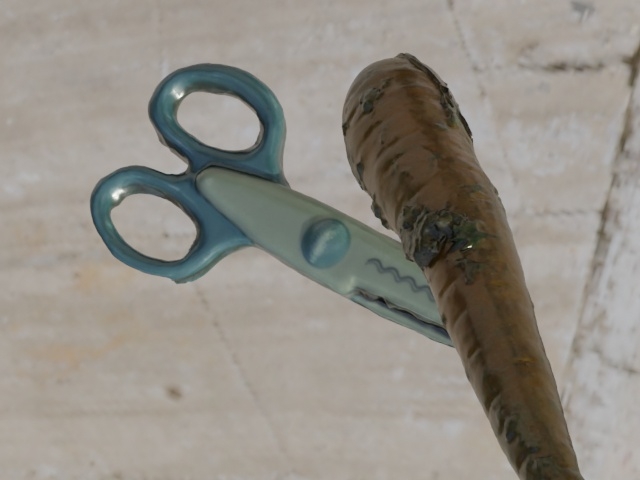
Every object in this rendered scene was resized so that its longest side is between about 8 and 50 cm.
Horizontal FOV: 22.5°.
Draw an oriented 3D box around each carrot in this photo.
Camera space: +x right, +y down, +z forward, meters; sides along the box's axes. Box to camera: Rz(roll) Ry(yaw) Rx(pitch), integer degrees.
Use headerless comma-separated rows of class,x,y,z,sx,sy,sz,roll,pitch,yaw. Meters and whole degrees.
carrot,0.048,0.008,0.543,0.049,0.254,0.049,-6,126,-9

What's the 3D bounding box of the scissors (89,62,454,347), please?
scissors,0.000,0.000,0.935,0.289,0.138,0.041,29,171,19
